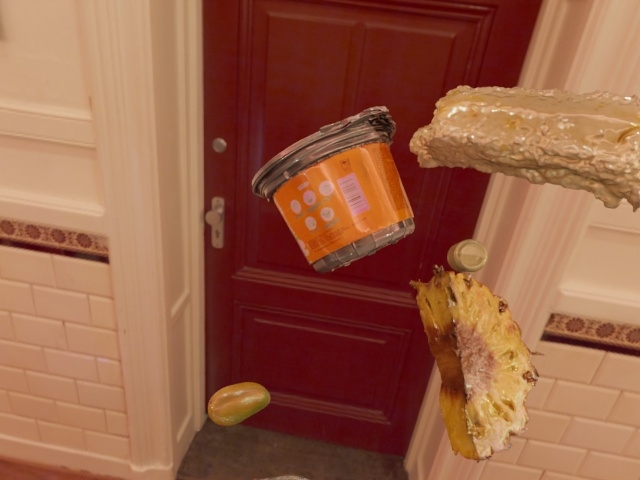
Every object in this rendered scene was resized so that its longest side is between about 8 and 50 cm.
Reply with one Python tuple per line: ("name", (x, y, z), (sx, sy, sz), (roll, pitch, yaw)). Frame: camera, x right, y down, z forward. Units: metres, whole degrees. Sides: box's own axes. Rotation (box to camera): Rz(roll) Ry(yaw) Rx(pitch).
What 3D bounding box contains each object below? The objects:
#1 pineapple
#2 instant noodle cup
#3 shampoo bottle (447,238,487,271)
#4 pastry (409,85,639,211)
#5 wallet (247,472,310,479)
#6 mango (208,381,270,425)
("pineapple", (0.204, 0.145, 0.563), (0.135, 0.079, 0.233), (-2, 73, -23))
("instant noodle cup", (0.028, -0.041, 0.503), (0.177, 0.125, 0.208), (-23, -6, -20))
("shampoo bottle", (0.363, 0.041, 1.121), (0.079, 0.079, 0.162), (11, -4, 7))
("pastry", (0.230, -0.121, 0.508), (0.258, 0.089, 0.121), (19, 56, 26))
("wallet", (-0.118, 0.397, 0.519), (0.290, 0.251, 0.054), (-13, 23, 3))
("mango", (-0.322, 0.648, 1.778), (0.251, 0.156, 0.114), (-12, 7, -18))
